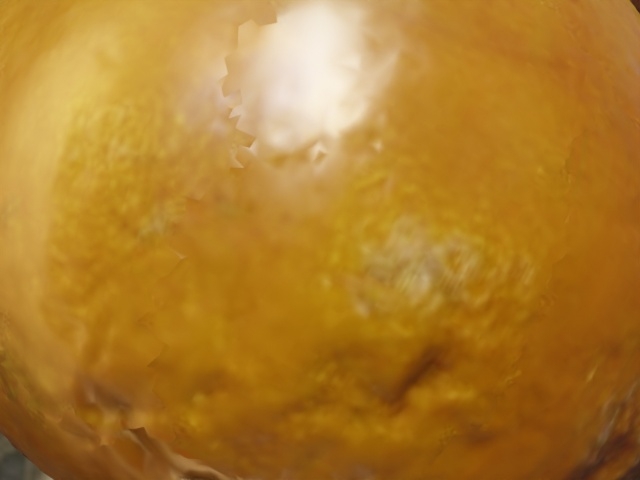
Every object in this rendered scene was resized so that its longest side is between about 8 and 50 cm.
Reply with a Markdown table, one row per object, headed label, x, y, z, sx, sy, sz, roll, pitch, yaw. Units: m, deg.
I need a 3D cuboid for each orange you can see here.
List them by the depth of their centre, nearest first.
| label | x | y | z | sx | sy | sz | roll | pitch | yaw |
| --- | --- | --- | --- | --- | --- | --- | --- | --- | --- |
| orange | 0.000 | 0.000 | 0.625 | 0.261 | 0.261 | 0.261 | 1 | 90 | -75 |

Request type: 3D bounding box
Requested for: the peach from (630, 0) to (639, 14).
| label | x | y | z | sx | sy | sz | roll | pitch | yaw |
| --- | --- | --- | --- | --- | --- | --- | --- | --- | --- |
| peach | 0.067 | -0.155 | 1.056 | 0.258 | 0.201 | 0.361 | 62 | -14 | -13 |
